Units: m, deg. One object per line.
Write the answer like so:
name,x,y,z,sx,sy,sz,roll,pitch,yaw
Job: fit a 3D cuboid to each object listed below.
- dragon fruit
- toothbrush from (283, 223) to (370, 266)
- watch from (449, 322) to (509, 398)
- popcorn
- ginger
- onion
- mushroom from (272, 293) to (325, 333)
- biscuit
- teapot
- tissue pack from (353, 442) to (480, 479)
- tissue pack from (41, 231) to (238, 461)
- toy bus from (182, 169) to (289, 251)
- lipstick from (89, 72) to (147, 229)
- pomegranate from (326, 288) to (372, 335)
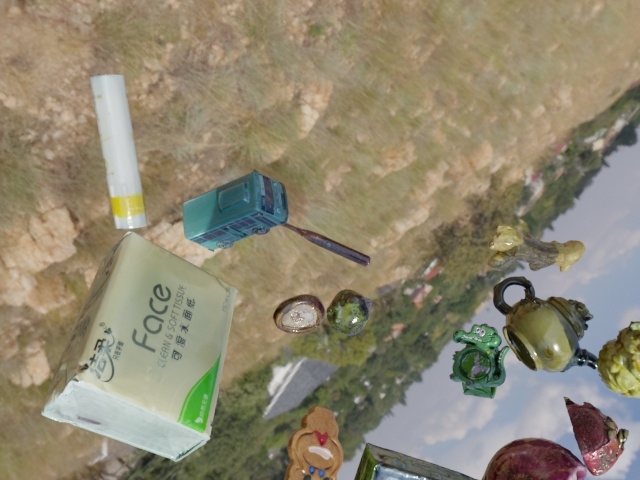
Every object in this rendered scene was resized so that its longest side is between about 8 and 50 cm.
dragon fruit,0.565,0.387,1.173,0.096,0.102,0.147,-30,-147,25
toothbrush,0.000,0.000,1.955,0.041,0.363,0.041,24,90,-89
watch,0.388,0.288,1.377,0.152,0.131,0.166,36,58,-57
popcorn,0.633,0.239,1.129,0.173,0.142,0.174,-16,148,-10
ginger,0.549,0.022,1.460,0.298,0.065,0.118,3,102,-21
onion,0.398,0.482,1.106,0.200,0.200,0.208,-16,115,-63
mushroom,-0.051,0.170,1.353,0.123,0.052,0.123,-8,132,-9
biscuit,-0.016,0.673,1.780,0.047,0.202,0.334,-34,-147,44
teapot,0.510,0.184,1.302,0.182,0.270,0.173,-32,154,-3
tissue pack,0.101,0.385,0.690,0.073,0.173,0.236,178,-71,-84
tissue pack,-0.382,0.235,1.315,0.205,0.331,0.405,-37,-146,34
toy bus,-0.221,-0.075,1.492,0.255,0.129,0.147,-20,155,25
lipstick,-0.350,-0.153,1.009,0.059,0.059,0.264,-24,112,-57
pomegranate,0.085,0.203,1.722,0.163,0.125,0.138,-64,170,-62
